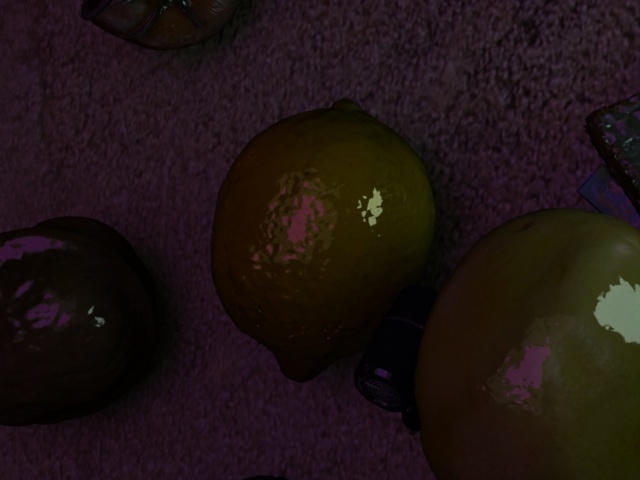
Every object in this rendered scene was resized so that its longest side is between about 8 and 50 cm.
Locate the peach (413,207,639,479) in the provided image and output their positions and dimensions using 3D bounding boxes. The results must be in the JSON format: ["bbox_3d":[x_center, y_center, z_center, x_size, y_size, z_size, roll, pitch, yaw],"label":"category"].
[{"bbox_3d":[0.242,0.136,1.692,0.282,0.314,0.315,20,62,24],"label":"peach"}]

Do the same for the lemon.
[{"bbox_3d":[0.000,0.000,1.882,0.245,0.245,0.319,16,95,28],"label":"lemon"}]

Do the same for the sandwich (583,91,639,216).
[{"bbox_3d":[0.457,-0.089,1.709,0.301,0.099,0.271,-34,67,2],"label":"sandwich"}]

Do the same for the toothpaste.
[{"bbox_3d":[0.355,-0.006,1.796,0.193,0.070,0.044,44,100,26],"label":"toothpaste"}]

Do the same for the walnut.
[{"bbox_3d":[-0.331,0.098,2.034,0.283,0.227,0.283,3,120,5],"label":"walnut"}]

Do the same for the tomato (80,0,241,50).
[{"bbox_3d":[-0.171,-0.319,2.066,0.214,0.155,0.180,-47,29,19],"label":"tomato"}]

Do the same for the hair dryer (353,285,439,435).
[{"bbox_3d":[0.094,0.157,1.833,0.072,0.219,0.124,20,58,19],"label":"hair dryer"}]

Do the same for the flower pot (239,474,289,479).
[{"bbox_3d":[-0.070,0.440,1.837,0.299,0.299,0.282,-40,61,16],"label":"flower pot"}]
